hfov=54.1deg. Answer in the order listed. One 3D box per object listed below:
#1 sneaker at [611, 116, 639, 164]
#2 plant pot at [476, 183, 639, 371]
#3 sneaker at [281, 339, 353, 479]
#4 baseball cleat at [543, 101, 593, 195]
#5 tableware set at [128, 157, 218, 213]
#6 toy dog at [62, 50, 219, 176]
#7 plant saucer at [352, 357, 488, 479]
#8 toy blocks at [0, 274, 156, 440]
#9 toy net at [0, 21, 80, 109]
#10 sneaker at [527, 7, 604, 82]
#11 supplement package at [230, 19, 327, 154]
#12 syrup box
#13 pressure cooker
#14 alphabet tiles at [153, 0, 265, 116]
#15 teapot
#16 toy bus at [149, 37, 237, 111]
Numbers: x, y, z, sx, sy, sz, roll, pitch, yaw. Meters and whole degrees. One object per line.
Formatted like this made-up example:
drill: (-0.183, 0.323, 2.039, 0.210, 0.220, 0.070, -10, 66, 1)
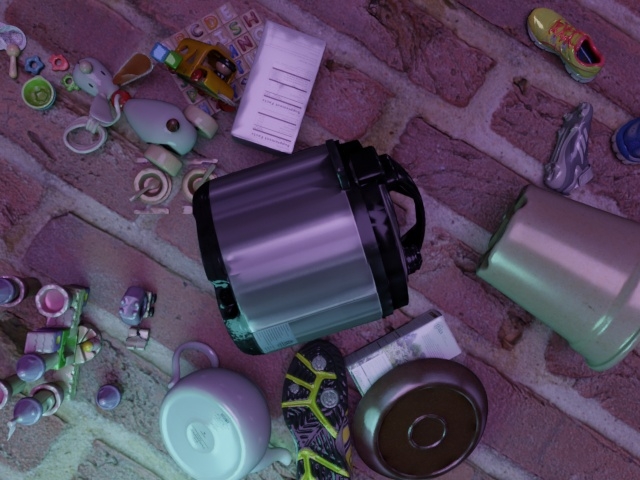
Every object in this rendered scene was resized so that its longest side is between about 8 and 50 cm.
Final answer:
sneaker: (0.817, -0.268, 1.368, 0.330, 0.147, 0.129, -30, 91, -2)
plant pot: (0.508, 0.046, 1.293, 0.305, 0.334, 0.334, 30, 89, 9)
sneaker: (-0.005, 0.409, 1.351, 0.145, 0.147, 0.384, -2, 72, 4)
baseball cleat: (0.575, -0.201, 1.407, 0.109, 0.072, 0.206, 24, 94, -16)
tableware set: (-0.319, -0.122, 1.377, 0.194, 0.039, 0.128, 0, 90, -2)
toy dog: (-0.381, -0.274, 1.302, 0.334, 0.161, 0.220, 15, 78, -2)
plant saucer: (0.223, 0.399, 1.344, 0.311, 0.050, 0.310, -4, 109, -10)
toy blocks: (-0.529, 0.222, 1.261, 0.309, 0.260, 0.288, 8, 89, -2)
toy net: (-0.635, -0.397, 1.361, 0.122, 0.045, 0.232, -38, 91, -1)
sneaker: (0.548, -0.444, 1.383, 0.208, 0.094, 0.081, 41, 90, 0)
supplement package: (-0.091, -0.312, 1.332, 0.134, 0.139, 0.244, 18, 90, -6)
syrup box: (0.177, 0.250, 1.370, 0.237, 0.096, 0.093, -29, 94, -2)
pressure cooker: (0.002, 0.006, 1.228, 0.420, 0.370, 0.375, -17, 95, 1)
alphabet tiles: (-0.218, -0.407, 1.396, 0.237, 0.009, 0.198, -31, 91, -1)
teapot: (-0.201, 0.364, 1.319, 0.253, 0.187, 0.256, 8, 108, 24)
toy bus: (-0.227, -0.356, 1.296, 0.202, 0.191, 0.104, 32, 89, -2)
